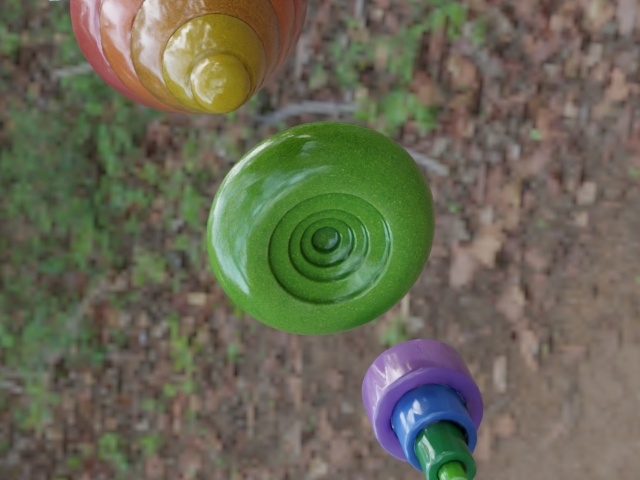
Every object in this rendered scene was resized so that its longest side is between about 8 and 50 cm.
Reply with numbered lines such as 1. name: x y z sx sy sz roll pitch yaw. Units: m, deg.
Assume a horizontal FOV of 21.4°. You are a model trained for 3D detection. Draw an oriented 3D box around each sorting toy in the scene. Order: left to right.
1. sorting toy: 0.000 0.000 0.868 0.366 0.127 0.126 60 -176 -29
